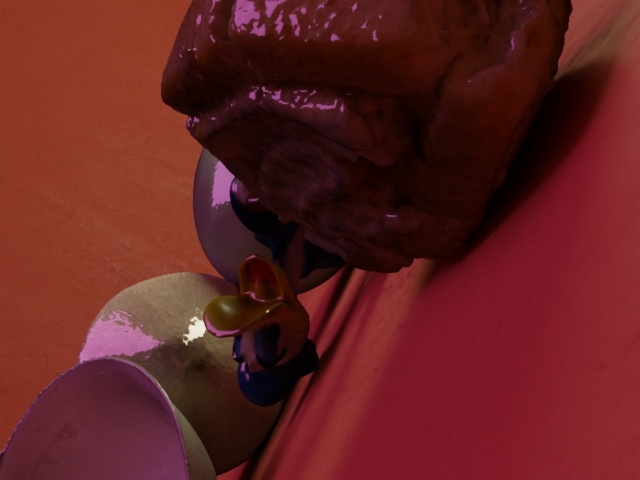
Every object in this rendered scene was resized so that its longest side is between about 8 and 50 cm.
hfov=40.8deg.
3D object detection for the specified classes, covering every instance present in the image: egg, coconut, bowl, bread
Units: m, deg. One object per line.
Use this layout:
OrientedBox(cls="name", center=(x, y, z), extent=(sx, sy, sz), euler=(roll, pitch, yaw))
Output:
OrientedBox(cls="egg", center=(-0.037, -0.088, 1.101), extent=(0.230, 0.230, 0.371), euler=(119, 170, -45))
OrientedBox(cls="coconut", center=(-0.160, 0.162, 1.000), extent=(0.266, 0.237, 0.237), euler=(108, -173, -65))
OrientedBox(cls="bowl", center=(-0.185, 0.280, 0.825), extent=(0.313, 0.146, 0.313), euler=(-18, 59, 33))
OrientedBox(cls="bread", center=(0.014, -0.080, 0.435), extent=(0.124, 0.186, 0.257), euler=(-59, 9, -13))

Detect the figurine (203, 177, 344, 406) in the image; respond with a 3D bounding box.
OrientedBox(cls="figurine", center=(0.000, 0.000, 0.797), extent=(0.283, 0.205, 0.338), euler=(-138, 63, -81))
